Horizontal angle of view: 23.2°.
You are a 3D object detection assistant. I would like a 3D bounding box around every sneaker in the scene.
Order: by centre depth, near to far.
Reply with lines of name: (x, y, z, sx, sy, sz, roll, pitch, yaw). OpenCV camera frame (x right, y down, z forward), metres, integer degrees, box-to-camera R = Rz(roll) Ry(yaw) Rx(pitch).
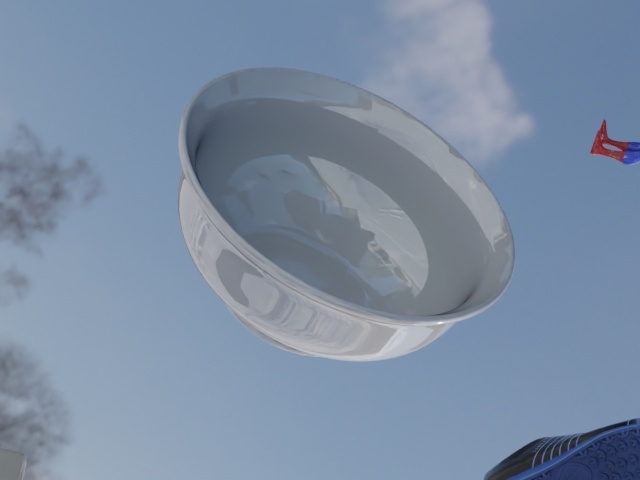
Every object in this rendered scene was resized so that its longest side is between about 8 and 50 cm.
sneaker: (0.273, 0.230, 1.631, 0.090, 0.232, 0.081, -80, 146, -70)

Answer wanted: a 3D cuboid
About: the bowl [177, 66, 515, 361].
bowl: (0.000, 0.000, 1.286, 0.298, 0.298, 0.134, 54, -48, 29)

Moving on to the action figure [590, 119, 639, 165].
action figure: (0.258, -0.061, 1.140, 0.115, 0.038, 0.030, 20, -65, 11)

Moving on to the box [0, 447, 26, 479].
box: (-0.393, 0.209, 1.295, 0.113, 0.275, 0.094, 115, -13, -50)
